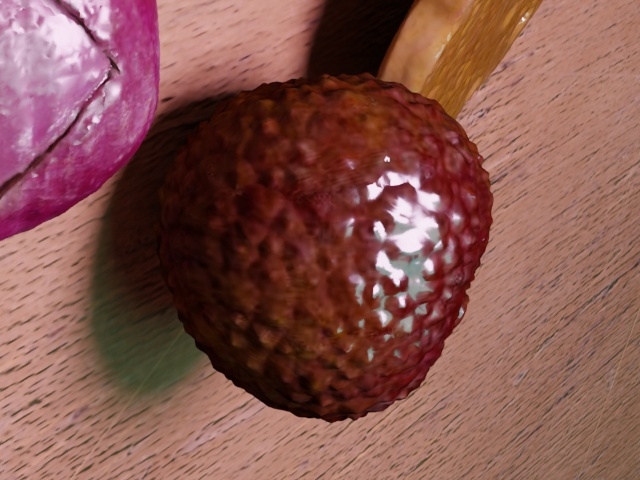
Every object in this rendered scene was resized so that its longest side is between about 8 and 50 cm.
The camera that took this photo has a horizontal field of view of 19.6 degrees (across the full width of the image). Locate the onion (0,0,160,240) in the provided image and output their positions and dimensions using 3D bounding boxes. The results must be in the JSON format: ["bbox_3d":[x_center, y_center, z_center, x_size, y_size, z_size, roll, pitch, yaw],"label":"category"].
[{"bbox_3d":[-0.174,-0.094,1.096,0.247,0.111,0.250,-39,145,-43],"label":"onion"}]

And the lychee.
[{"bbox_3d":[0.000,0.000,1.341,0.260,0.260,0.261,-41,144,-39],"label":"lychee"}]

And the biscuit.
[{"bbox_3d":[0.136,-0.209,1.517,0.351,0.057,0.312,-51,171,-28],"label":"biscuit"}]
